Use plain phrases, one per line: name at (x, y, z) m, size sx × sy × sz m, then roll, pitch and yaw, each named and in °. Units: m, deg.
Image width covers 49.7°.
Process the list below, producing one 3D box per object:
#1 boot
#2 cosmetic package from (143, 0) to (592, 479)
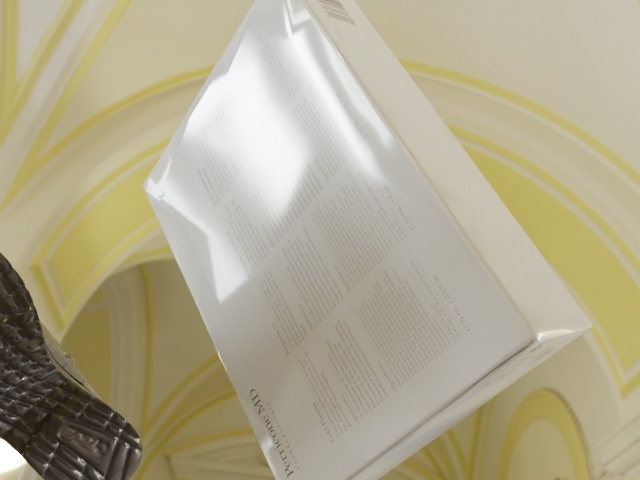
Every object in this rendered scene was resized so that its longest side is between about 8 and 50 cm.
boot at (-0.326, 0.104, 0.666) m, size 0.222 × 0.118 × 0.338 m, roll 12°, pitch -46°, yaw 52°
cosmetic package at (0.000, 0.000, 0.605) m, size 0.097 × 0.377 × 0.284 m, roll 0°, pitch -38°, yaw -47°
